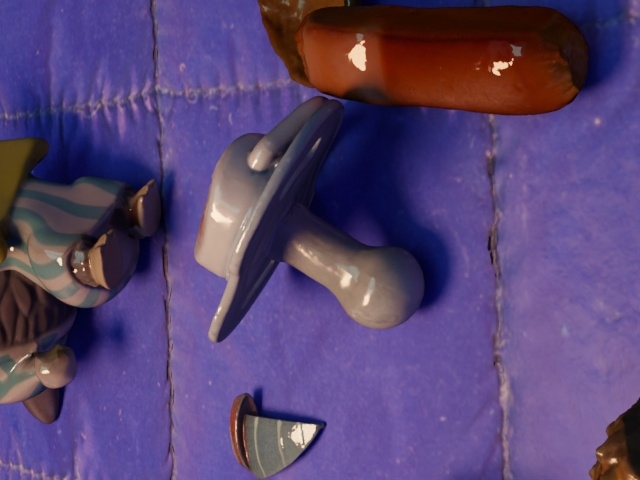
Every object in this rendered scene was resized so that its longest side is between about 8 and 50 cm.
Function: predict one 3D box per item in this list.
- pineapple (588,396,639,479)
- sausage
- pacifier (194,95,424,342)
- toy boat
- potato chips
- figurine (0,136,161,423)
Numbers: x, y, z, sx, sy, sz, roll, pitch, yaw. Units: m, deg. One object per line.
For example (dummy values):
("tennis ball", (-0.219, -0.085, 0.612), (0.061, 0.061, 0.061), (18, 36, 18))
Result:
("pineapple", (0.262, 0.273, 0.896), (0.169, 0.169, 0.340), (28, 132, 43))
("sausage", (0.100, -0.161, 1.115), (0.300, 0.083, 0.089), (12, 141, 40))
("pacifier", (0.000, 0.000, 1.206), (0.226, 0.238, 0.287), (33, 141, 6))
("toy boat", (-0.046, 0.214, 1.352), (0.122, 0.034, 0.096), (2, 100, 46))
("potato chips", (-0.012, -0.256, 1.267), (0.150, 0.049, 0.201), (-48, 65, 43))
("figurine", (-0.355, 0.082, 1.609), (0.361, 0.266, 0.377), (9, 134, 22))
